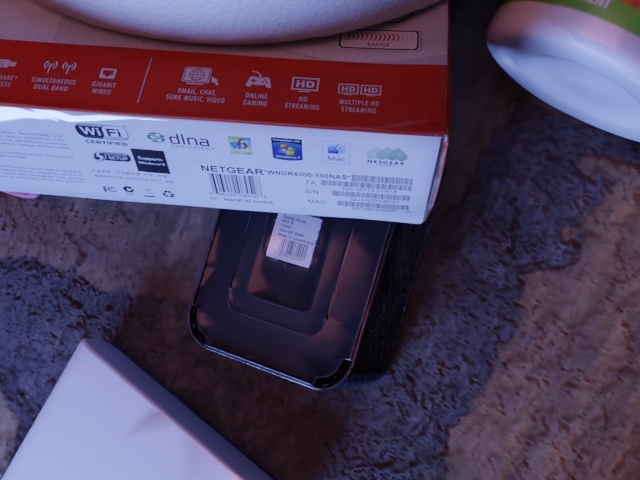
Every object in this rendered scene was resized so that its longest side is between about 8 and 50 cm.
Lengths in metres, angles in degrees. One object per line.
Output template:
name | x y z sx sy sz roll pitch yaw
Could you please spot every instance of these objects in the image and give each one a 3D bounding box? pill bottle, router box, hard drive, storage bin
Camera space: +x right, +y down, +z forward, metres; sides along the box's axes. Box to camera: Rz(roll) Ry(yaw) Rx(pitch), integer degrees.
pill bottle | 0.212 -0.190 0.406 0.136 0.136 0.246 31 94 23
router box | -0.092 -0.168 0.446 0.335 0.082 0.301 4 60 3
hard drive | -0.181 0.266 0.545 0.210 0.040 0.319 33 95 23
storage bin | 0.000 0.000 0.492 0.122 0.084 0.180 16 87 23

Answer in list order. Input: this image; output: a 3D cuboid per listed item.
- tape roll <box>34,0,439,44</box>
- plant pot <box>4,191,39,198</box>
tape roll | -0.039 -0.276 0.420 0.392 0.072 0.392 -1 59 1
plant pot | -0.278 -0.161 0.583 0.201 0.201 0.180 16 72 24
